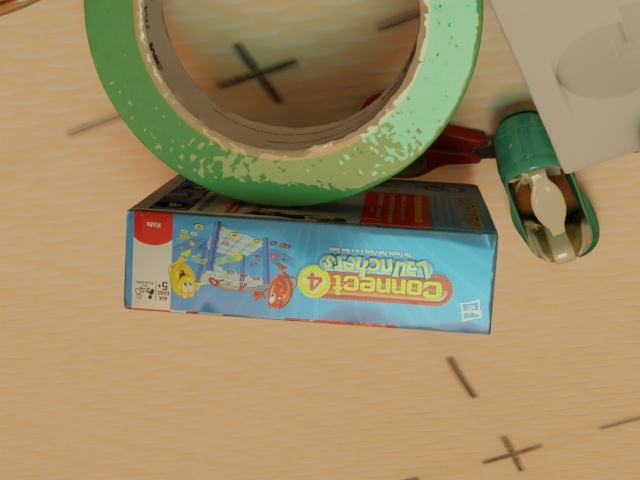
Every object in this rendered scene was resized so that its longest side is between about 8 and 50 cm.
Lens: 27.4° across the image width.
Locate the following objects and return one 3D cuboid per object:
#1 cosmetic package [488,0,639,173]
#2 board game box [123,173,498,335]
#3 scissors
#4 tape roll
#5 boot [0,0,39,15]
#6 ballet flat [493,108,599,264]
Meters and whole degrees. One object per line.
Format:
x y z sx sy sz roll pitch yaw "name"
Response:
0.275 -0.205 1.107 0.224 0.138 0.224 -16 135 18 "cosmetic package"
0.000 0.000 1.201 0.301 0.308 0.086 4 100 4 "board game box"
0.165 -0.088 1.325 0.297 0.021 0.109 10 136 -12 "scissors"
-0.028 -0.190 1.072 0.321 0.077 0.321 2 109 5 "tape roll"
-0.333 -0.294 1.061 0.283 0.109 0.220 -3 131 9 "boot"
0.229 -0.027 1.318 0.083 0.087 0.247 -15 141 16 "ballet flat"
